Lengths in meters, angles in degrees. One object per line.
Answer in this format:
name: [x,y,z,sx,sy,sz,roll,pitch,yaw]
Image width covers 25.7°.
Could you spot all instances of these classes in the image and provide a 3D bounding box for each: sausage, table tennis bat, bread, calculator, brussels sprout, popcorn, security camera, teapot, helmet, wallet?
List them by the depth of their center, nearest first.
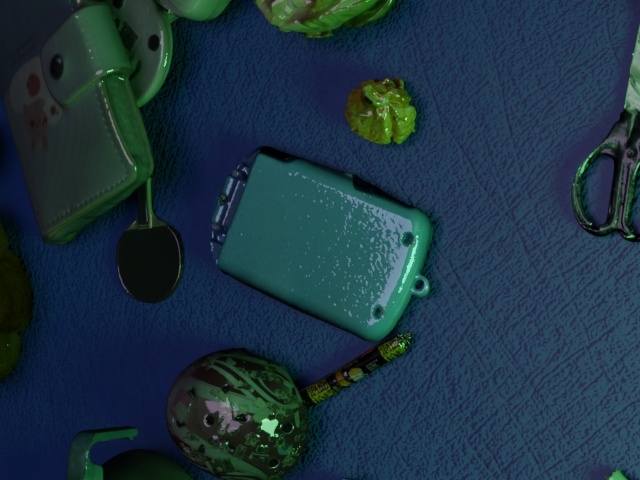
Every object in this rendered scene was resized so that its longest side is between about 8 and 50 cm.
popcorn: [0.065,-0.151,1.601,0.084,0.084,0.084,-2,86,25]
sausage: [0.025,0.157,1.625,0.198,0.028,0.025,-32,48,19]
brussels sprout: [0.016,-0.305,1.628,0.181,0.100,0.139,-32,64,21]
helmet: [-0.113,0.202,1.629,0.177,0.107,0.153,24,94,40]
teapot: [-0.248,0.320,1.631,0.171,0.225,0.203,5,88,24]
calculator: [0.000,0.000,1.635,0.293,0.051,0.172,24,95,24]
security camera: [-0.191,-0.293,1.733,0.157,0.080,0.301,49,117,28]
table tennis bat: [-0.216,0.000,1.756,0.095,0.014,0.158,-7,85,25]
wallet: [-0.327,-0.197,1.756,0.252,0.083,0.360,-30,75,45]
bread: [-0.496,0.086,1.797,0.232,0.135,0.246,-15,97,9]

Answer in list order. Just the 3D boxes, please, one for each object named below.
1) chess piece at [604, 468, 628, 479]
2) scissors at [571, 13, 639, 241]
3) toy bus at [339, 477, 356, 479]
chess piece: [0.339,0.269,1.468,0.093,0.042,0.042,28,98,29]
scissors: [0.341,-0.149,1.505,0.109,0.022,0.299,10,90,21]
toy bus: [0.074,0.323,1.581,0.153,0.051,0.061,28,86,24]
